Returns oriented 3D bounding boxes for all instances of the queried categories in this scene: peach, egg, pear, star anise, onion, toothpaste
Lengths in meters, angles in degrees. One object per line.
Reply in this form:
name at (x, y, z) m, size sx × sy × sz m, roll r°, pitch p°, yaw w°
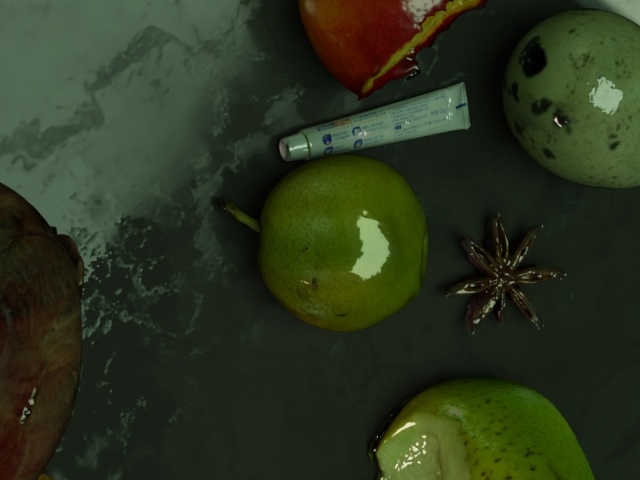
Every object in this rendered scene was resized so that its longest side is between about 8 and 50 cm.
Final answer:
peach at (0.081, -0.248, 1.929) m, size 0.196 × 0.190 × 0.226 m, roll 7°, pitch 88°, yaw -33°
egg at (0.291, -0.141, 2.038) m, size 0.228 × 0.177 × 0.177 m, roll 34°, pitch 84°, yaw -35°
pear at (0.000, 0.000, 1.955) m, size 0.216 × 0.166 × 0.180 m, roll 7°, pitch 107°, yaw 3°
star anise at (0.192, 0.035, 2.091) m, size 0.141 × 0.042 × 0.141 m, roll -3°, pitch 100°, yaw -19°
pear at (0.170, 0.292, 2.011) m, size 0.159 × 0.292 × 0.292 m, roll 5°, pitch 95°, yaw -32°
onion at (-0.377, 0.089, 1.745) m, size 0.353 × 0.353 × 0.354 m, roll -3°, pitch 98°, yaw -22°
toothpaste at (0.060, -0.116, 2.025) m, size 0.218 × 0.033 × 0.052 m, roll -15°, pitch 106°, yaw -23°

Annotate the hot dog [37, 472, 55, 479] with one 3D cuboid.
hot dog at (-0.329, 0.248, 1.904) m, size 0.165 × 0.045 × 0.071 m, roll 16°, pitch 89°, yaw -22°
